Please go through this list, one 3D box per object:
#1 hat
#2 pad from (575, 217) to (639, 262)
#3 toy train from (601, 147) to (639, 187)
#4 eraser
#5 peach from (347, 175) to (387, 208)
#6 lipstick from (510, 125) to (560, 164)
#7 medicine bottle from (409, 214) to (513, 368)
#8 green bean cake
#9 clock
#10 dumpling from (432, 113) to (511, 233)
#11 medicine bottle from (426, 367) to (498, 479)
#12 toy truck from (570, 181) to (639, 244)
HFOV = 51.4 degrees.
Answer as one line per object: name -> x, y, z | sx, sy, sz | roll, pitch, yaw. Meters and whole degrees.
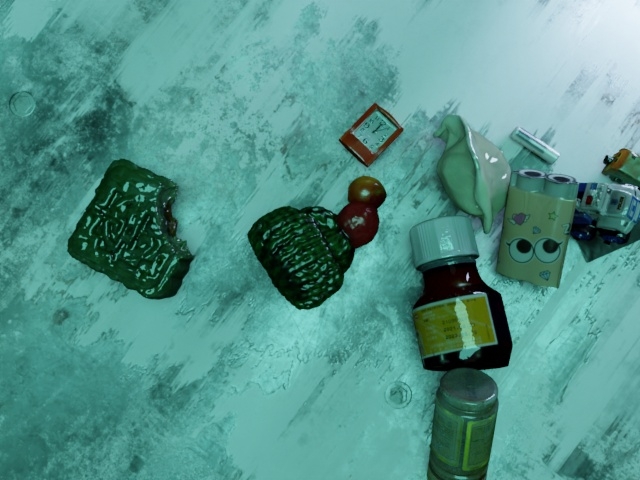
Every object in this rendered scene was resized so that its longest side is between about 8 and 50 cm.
hat -> 0.000, 0.000, 1.747 | 0.332, 0.242, 0.274 | -33, 111, -10
pad -> 0.800, -0.026, 1.843 | 0.193, 0.004, 0.116 | -23, 85, 0
toy train -> 0.858, -0.175, 1.806 | 0.188, 0.099, 0.072 | 33, 87, 2
eraser -> 0.562, -0.032, 1.731 | 0.171, 0.087, 0.291 | 14, 116, 25
peach -> 0.128, -0.126, 1.808 | 0.100, 0.101, 0.101 | 0, 86, 0
lipstick -> 0.594, -0.265, 1.844 | 0.141, 0.040, 0.040 | 35, 87, 3
medicine bottle -> 0.352, 0.140, 1.730 | 0.242, 0.242, 0.395 | -6, 72, 0
green bean cake -> -0.473, -0.028, 1.772 | 0.300, 0.169, 0.308 | 26, 85, 3
clock -> 0.141, -0.291, 1.841 | 0.113, 0.061, 0.155 | 44, 84, 3
dumpling -> 0.411, -0.189, 1.737 | 0.187, 0.243, 0.318 | -23, 73, -2
medicine bottle -> 0.354, 0.486, 1.663 | 0.151, 0.151, 0.323 | 1, 117, 1
toy truck -> 0.718, -0.094, 1.746 | 0.177, 0.213, 0.161 | 27, 79, -38
